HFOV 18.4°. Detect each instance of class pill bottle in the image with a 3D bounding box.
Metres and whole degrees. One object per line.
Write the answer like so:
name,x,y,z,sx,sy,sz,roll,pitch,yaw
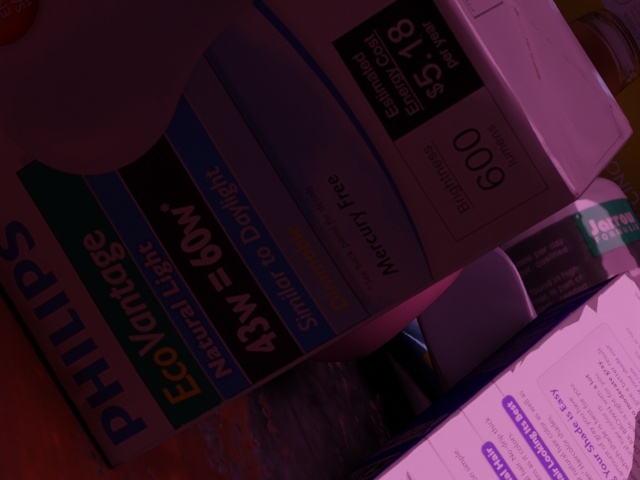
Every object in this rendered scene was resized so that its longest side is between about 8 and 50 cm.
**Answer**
pill bottle,0.245,0.067,1.937,0.361,0.204,0.204,62,21,11

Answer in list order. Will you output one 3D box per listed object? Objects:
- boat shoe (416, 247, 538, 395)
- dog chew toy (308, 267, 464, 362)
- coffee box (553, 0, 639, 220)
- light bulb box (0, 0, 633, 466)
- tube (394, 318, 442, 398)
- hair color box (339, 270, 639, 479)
boat shoe,0.166,0.184,1.702,0.156,0.135,0.367,44,27,-76
dog chew toy,-0.039,-0.068,1.507,0.332,0.206,0.206,48,21,-1
coffee box,0.369,-0.124,2.201,0.338,0.334,0.338,-26,85,-51
light bulb box,-0.053,-0.108,1.276,0.358,0.361,0.225,57,22,-1
tube,0.127,0.132,1.806,0.207,0.052,0.080,48,11,-11
hair color box,0.160,0.187,1.497,0.339,0.110,0.185,-34,92,-41
